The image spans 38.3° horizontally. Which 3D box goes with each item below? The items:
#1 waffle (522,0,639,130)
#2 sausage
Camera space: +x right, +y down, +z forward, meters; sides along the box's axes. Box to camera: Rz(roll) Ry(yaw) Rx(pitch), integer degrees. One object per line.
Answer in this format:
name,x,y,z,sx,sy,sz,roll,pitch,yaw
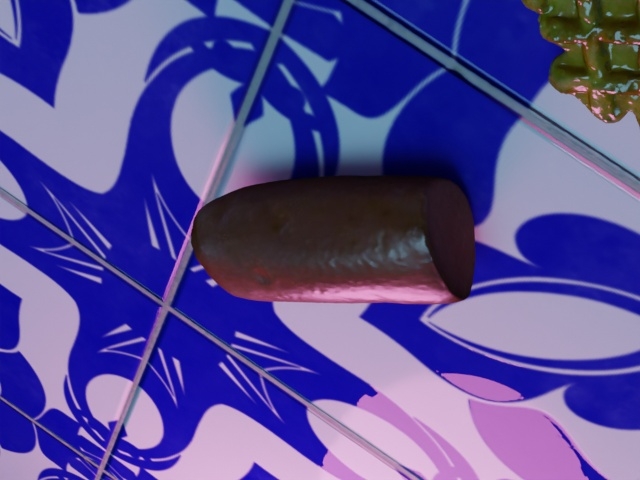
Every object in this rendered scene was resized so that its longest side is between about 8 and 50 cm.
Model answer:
waffle,0.231,-0.144,0.533,0.238,0.058,0.243,40,140,-2
sausage,0.000,0.000,0.791,0.259,0.113,0.113,0,127,34
